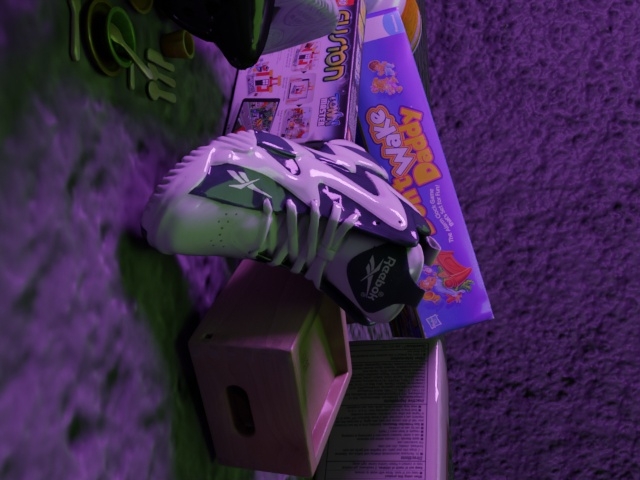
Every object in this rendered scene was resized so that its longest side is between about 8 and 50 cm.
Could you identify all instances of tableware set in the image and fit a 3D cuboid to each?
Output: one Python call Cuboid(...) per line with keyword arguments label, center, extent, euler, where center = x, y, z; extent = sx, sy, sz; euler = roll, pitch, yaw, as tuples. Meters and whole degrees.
Cuboid(label="tableware set", center=(-0.120, -0.153, 0.537), extent=(0.154, 0.024, 0.103), euler=(7, 79, -76))

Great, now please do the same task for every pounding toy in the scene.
Cuboid(label="pounding toy", center=(-0.047, 0.140, 0.635), extent=(0.206, 0.094, 0.181), euler=(-61, 149, -54))

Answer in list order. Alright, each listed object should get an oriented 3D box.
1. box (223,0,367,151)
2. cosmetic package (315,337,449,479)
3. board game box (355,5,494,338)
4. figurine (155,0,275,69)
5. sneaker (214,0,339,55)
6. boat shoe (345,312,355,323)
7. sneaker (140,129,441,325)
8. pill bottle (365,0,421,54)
Cuboid(label="box", center=(-0.020, -0.154, 0.756), extent=(0.036, 0.114, 0.206), euler=(69, 23, -52))
Cuboid(label="cosmetic package", center=(0.080, 0.279, 0.990), extent=(0.129, 0.153, 0.296), euler=(70, 23, -50))
Cuboid(label="board game box", center=(0.088, -0.062, 0.947), extent=(0.233, 0.078, 0.347), euler=(114, -40, -82))
Cuboid(label="figurine", center=(-0.088, -0.208, 0.387), extent=(0.215, 0.092, 0.209), euler=(31, 54, -22))
Cuboid(label="sneaker", center=(-0.062, -0.235, 0.589), extent=(0.268, 0.101, 0.153), euler=(6, 72, -74))
Cuboid(label="boat shoe", center=(0.009, 0.016, 0.846), extent=(0.324, 0.117, 0.096), euler=(57, 27, -71))
Cuboid(label="sneaker", center=(0.000, 0.000, 0.581), extent=(0.235, 0.153, 0.094), euler=(-4, 130, -53))
Cuboid(label="pill bottle", center=(0.047, -0.297, 1.010), extent=(0.246, 0.137, 0.136), euler=(6, 81, -76))
